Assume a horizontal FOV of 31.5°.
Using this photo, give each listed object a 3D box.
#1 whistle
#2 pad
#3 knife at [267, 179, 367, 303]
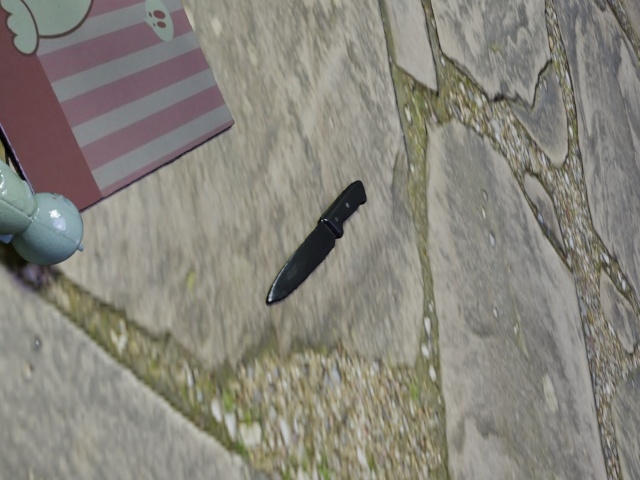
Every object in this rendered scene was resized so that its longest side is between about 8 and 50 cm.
[{"bbox_3d":[-0.144,-0.016,0.513,0.100,0.035,0.035,35,47,-46],"label":"whistle"},{"bbox_3d":[-0.152,-0.173,0.610,0.202,0.005,0.300,-41,110,-58],"label":"pad"},{"bbox_3d":[0.000,0.000,0.772,0.023,0.010,0.170,58,34,-13],"label":"knife"}]
